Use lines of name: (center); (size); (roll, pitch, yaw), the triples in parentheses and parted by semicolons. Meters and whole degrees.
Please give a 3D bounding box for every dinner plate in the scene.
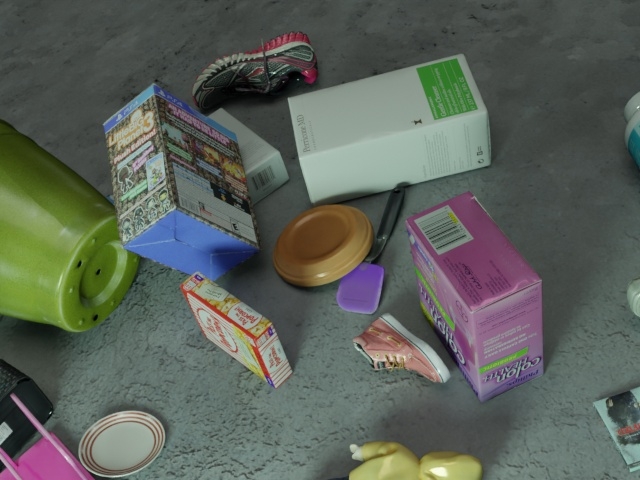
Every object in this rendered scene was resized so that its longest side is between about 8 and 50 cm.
dinner plate: (-0.325, 0.336, 1.448); (0.141, 0.017, 0.141); (-2, 37, 2)

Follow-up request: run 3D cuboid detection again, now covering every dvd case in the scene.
dvd case: (0.469, 0.275, 1.298); (0.087, 0.013, 0.119); (-18, 47, -1)

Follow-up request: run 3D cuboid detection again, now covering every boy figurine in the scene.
boy figurine: (0.093, 0.363, 1.270); (0.285, 0.092, 0.177); (-20, 46, -4)

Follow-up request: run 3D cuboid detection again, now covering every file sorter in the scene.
file sorter: (-0.506, 0.408, 1.333); (0.291, 0.182, 0.202); (-41, 51, -21)

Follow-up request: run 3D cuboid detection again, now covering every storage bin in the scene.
storage bin: (-0.557, 0.306, 1.482); (0.084, 0.122, 0.180); (22, 57, 31)

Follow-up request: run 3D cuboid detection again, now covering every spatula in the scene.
spatula: (0.105, 0.008, 1.633); (0.084, 0.030, 0.296); (4, 49, 26)

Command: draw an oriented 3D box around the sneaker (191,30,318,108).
sneaker: (-0.152, -0.371, 2.003); (0.299, 0.121, 0.112); (-22, 77, 5)

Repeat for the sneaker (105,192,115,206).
sneaker: (-0.369, -0.032, 1.766); (0.237, 0.085, 0.086); (20, 52, 32)

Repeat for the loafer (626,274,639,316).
loafer: (0.627, 0.038, 1.413); (0.320, 0.112, 0.111); (-17, 41, -11)

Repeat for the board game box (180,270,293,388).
board game box: (-0.142, 0.151, 1.493); (0.193, 0.146, 0.045); (30, 62, 36)

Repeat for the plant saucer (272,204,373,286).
plant saucer: (0.000, 0.000, 1.645); (0.200, 0.037, 0.200); (-15, 42, 14)

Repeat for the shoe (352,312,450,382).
shoe: (0.129, 0.193, 1.439); (0.081, 0.063, 0.178); (-35, 43, -15)

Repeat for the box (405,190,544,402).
box: (0.242, 0.089, 1.373); (0.117, 0.243, 0.213); (-24, 47, -6)

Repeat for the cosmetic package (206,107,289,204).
cosmetic package: (-0.183, -0.177, 1.849); (0.117, 0.085, 0.231); (-35, 47, -16)

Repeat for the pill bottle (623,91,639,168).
pill bottle: (0.635, -0.160, 1.559); (0.146, 0.146, 0.264); (-16, 46, 1)

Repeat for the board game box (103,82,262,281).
board game box: (-0.258, -0.102, 1.639); (0.141, 0.232, 0.291); (-32, 54, 24)

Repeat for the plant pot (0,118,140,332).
plant pot: (-0.540, -0.005, 1.640); (0.353, 0.366, 0.366); (23, 57, 18)

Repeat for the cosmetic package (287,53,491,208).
cosmetic package: (0.134, -0.215, 1.747); (0.366, 0.155, 0.197); (-14, 49, 1)
